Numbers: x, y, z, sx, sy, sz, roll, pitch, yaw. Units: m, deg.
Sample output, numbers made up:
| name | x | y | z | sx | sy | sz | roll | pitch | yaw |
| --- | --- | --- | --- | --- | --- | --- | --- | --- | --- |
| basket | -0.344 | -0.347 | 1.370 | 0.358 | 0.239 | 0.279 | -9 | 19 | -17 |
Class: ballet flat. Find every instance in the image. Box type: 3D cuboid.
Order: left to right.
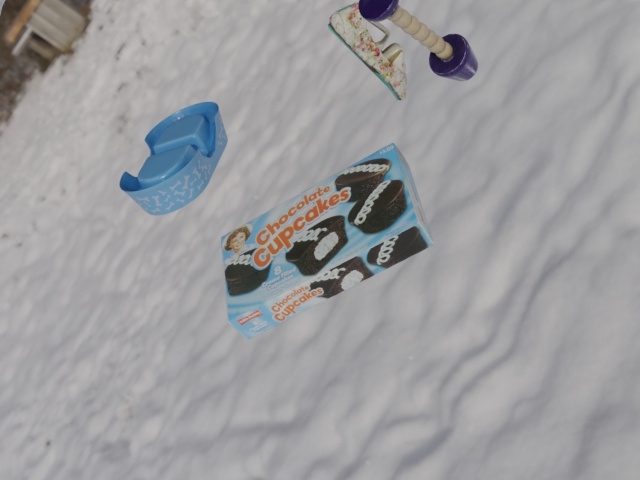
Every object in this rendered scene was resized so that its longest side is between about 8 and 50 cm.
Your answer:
| name | x | y | z | sx | sy | sz | roll | pitch | yaw |
| --- | --- | --- | --- | --- | --- | --- | --- | --- | --- |
| ballet flat | 0.108 | -0.349 | 1.717 | 0.077 | 0.241 | 0.091 | -40 | 43 | 13 |

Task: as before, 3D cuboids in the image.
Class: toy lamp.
| name | x | y | z | sx | sy | sz | roll | pitch | yaw |
| --- | --- | --- | --- | --- | --- | --- | --- | --- | --- |
| toy lamp | 0.168 | -0.332 | 1.508 | 0.080 | 0.274 | 0.080 | -16 | 64 | 36 |

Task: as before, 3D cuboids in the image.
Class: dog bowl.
| name | x | y | z | sx | sy | sz | roll | pitch | yaw |
| --- | --- | --- | --- | --- | --- | --- | --- | --- | --- |
| dog bowl | -0.269 | -0.155 | 1.770 | 0.166 | 0.074 | 0.297 | -14 | 34 | 23 |

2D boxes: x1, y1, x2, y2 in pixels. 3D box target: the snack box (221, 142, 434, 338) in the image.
| name | x | y | z | sx | sy | sz | roll | pitch | yaw |
| --- | --- | --- | --- | --- | --- | --- | --- | --- | --- |
| snack box | 0.000 | 0.000 | 1.400 | 0.322 | 0.060 | 0.187 | -28 | 41 | 15 |

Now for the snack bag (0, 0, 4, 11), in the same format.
| name | x | y | z | sx | sy | sz | roll | pitch | yaw |
| --- | --- | --- | --- | --- | --- | --- | --- | --- | --- |
| snack bag | -0.471 | -0.557 | 1.484 | 0.323 | 0.037 | 0.343 | -56 | 30 | 37 |
